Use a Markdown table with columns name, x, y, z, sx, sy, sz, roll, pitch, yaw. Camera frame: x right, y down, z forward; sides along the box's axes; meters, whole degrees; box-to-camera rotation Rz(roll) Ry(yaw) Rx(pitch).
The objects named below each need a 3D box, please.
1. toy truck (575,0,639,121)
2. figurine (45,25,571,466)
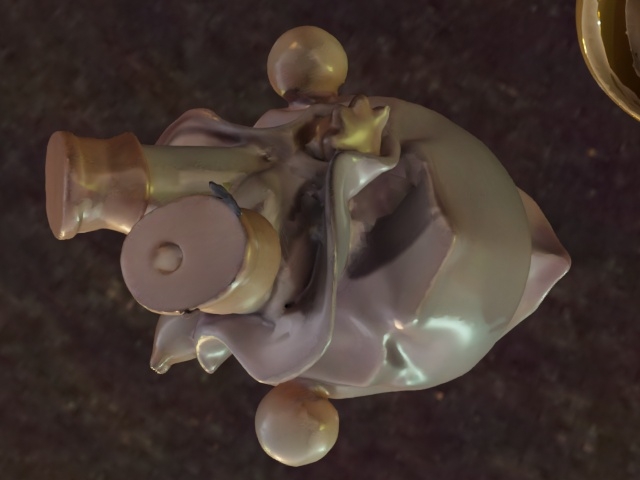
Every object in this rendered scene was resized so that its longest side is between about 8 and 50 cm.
| name | x | y | z | sx | sy | sz | roll | pitch | yaw |
| --- | --- | --- | --- | --- | --- | --- | --- | --- | --- |
| toy truck | 0.323 | -0.152 | 1.008 | 0.288 | 0.211 | 0.204 | 24 | 153 | 23 |
| figurine | 0.001 | 0.000 | 0.731 | 0.133 | 0.276 | 0.200 | -2 | 85 | 34 |
